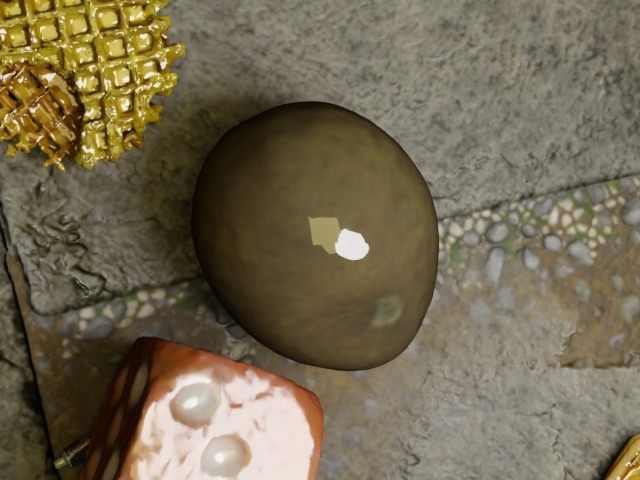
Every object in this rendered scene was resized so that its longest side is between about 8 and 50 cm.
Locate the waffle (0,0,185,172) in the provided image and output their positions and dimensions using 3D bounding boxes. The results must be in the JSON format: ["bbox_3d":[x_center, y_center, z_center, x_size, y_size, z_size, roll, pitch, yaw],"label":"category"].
[{"bbox_3d":[-0.223,-0.160,1.549,0.193,0.070,0.197,15,88,-12],"label":"waffle"}]

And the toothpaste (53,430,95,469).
[{"bbox_3d":[-0.208,0.186,1.588,0.083,0.019,0.027,-29,84,-14],"label":"toothpaste"}]

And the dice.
[{"bbox_3d":[-0.103,0.189,1.524,0.174,0.175,0.179,22,76,-15],"label":"dice"}]

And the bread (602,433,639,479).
[{"bbox_3d":[0.314,0.242,1.685,0.083,0.044,0.110,38,86,-14],"label":"bread"}]

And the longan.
[{"bbox_3d":[0.000,0.000,1.517,0.248,0.248,0.248,0,92,-12],"label":"longan"}]
